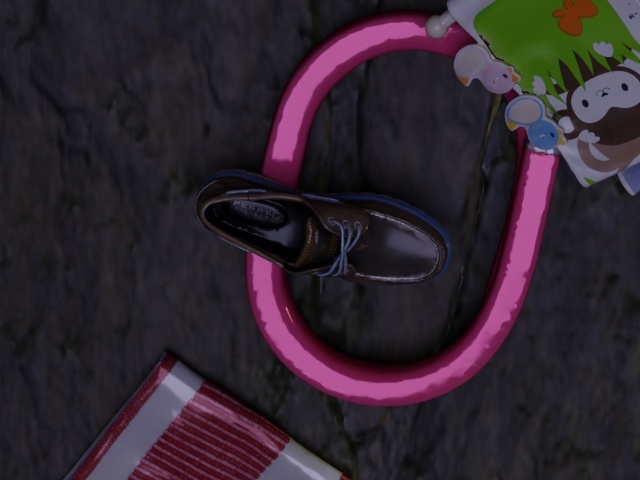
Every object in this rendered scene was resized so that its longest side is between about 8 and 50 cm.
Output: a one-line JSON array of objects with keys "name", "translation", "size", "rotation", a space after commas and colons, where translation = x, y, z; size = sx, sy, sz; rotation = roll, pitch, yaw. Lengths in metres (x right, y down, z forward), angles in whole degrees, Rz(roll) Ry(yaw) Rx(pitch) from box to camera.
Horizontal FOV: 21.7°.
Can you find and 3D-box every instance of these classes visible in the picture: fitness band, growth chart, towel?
[{"name": "fitness band", "translation": [0.056, -0.020, 1.205], "size": [0.209, 0.054, 0.291], "rotation": [12, 105, -1]}, {"name": "growth chart", "translation": [0.200, -0.111, 1.112], "size": [0.237, 0.021, 0.172], "rotation": [41, 122, -9]}, {"name": "towel", "translation": [-0.056, 0.269, 1.302], "size": [0.329, 0.037, 0.237], "rotation": [37, 103, -8]}]

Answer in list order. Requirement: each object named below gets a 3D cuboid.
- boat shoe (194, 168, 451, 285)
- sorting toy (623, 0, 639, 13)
[{"name": "boat shoe", "translation": [0.000, 0.000, 1.156], "size": [0.183, 0.066, 0.066], "rotation": [11, 106, 2]}, {"name": "sorting toy", "translation": [0.296, -0.252, 1.110], "size": [0.257, 0.089, 0.255], "rotation": [36, 104, -8]}]
